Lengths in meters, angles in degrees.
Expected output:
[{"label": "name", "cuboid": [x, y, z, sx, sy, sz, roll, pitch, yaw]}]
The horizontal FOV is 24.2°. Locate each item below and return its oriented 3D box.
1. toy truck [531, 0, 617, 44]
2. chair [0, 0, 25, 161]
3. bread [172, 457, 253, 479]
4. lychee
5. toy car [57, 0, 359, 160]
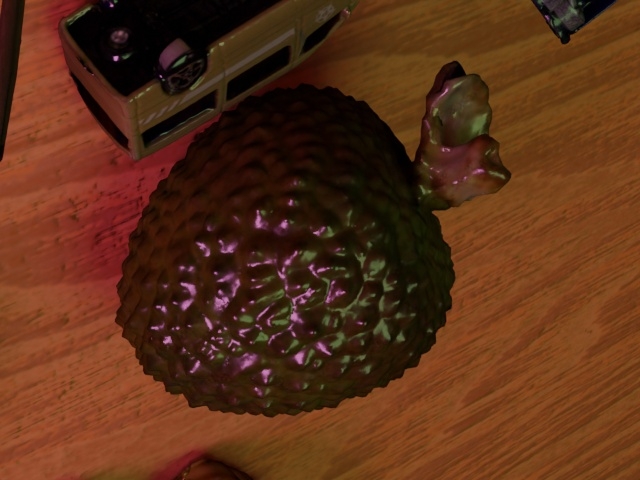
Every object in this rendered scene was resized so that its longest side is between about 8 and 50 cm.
[{"label": "toy truck", "cuboid": [0.170, -0.279, 1.171, 0.124, 0.155, 0.268, -38, 152, 13]}, {"label": "chair", "cuboid": [-0.270, -0.173, 0.863, 0.188, 0.166, 0.272, 25, 60, -39]}, {"label": "bread", "cuboid": [-0.129, 0.328, 1.475, 0.222, 0.096, 0.181, -50, 141, 5]}, {"label": "lychee", "cuboid": [-0.011, 0.005, 1.186, 0.319, 0.270, 0.270, -14, 133, -10]}, {"label": "toy car", "cuboid": [-0.064, -0.168, 1.113, 0.256, 0.101, 0.124, -33, 158, -18]}]
